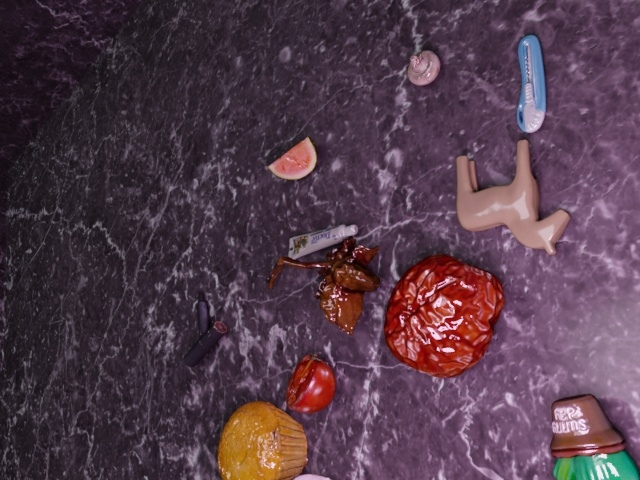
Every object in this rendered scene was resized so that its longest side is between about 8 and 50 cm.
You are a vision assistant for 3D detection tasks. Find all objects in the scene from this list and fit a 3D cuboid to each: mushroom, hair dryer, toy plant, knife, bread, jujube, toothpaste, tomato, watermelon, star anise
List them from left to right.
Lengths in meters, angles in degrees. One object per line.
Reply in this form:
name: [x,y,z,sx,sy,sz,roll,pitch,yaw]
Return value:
hair dryer: [-0.362,0.253,1.943,0.173,0.050,0.194,-47,44,23]
bread: [-0.148,0.505,1.569,0.240,0.139,0.239,-17,65,41]
watermelon: [-0.058,-0.227,1.781,0.163,0.087,0.069,-30,26,33]
tomato: [-0.014,0.343,1.529,0.139,0.091,0.159,-62,16,-3]
toothpaste: [0.000,0.000,1.669,0.255,0.037,0.067,-17,65,45]
star anise: [0.016,0.098,1.540,0.347,0.148,0.237,1,75,35]
mushroom: [0.237,-0.412,1.534,0.085,0.079,0.085,-13,70,40]
jujube: [0.238,0.148,1.266,0.213,0.213,0.232,31,101,46]
knife: [0.433,-0.327,1.344,0.064,0.031,0.221,-15,66,46]
toy plant: [0.439,0.357,1.061,0.143,0.105,0.200,-27,70,46]

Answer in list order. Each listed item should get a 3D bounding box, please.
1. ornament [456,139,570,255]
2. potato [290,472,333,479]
ornament: [0.378,-0.075,1.293,0.230,0.061,0.244,-13,66,40]
potato: [-0.004,0.655,1.315,0.196,0.247,0.299,-61,37,25]
